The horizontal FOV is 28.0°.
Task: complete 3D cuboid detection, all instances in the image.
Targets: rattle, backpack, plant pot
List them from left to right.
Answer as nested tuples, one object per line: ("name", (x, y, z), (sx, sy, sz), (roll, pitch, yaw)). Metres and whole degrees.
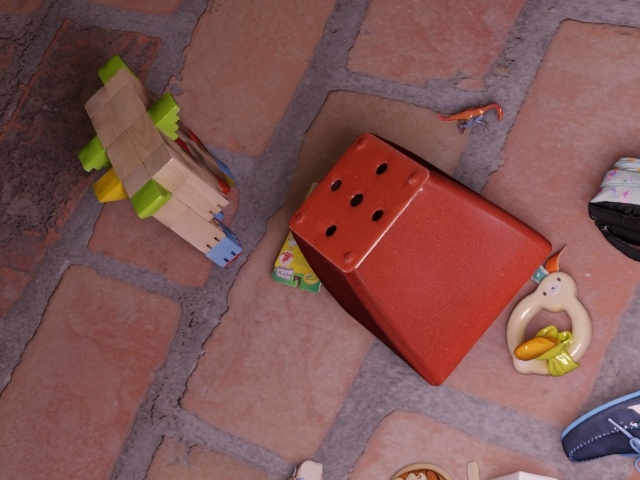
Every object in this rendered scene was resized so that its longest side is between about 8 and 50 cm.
("plant pot", (0.118, -0.001, 1.847), (0.267, 0.236, 0.267), (-50, 39, -1))
("rattle", (0.301, 0.082, 1.789), (0.130, 0.142, 0.200), (-10, 66, 49))
("backpack", (0.464, -0.041, 1.759), (0.182, 0.152, 0.115), (15, 58, 40))

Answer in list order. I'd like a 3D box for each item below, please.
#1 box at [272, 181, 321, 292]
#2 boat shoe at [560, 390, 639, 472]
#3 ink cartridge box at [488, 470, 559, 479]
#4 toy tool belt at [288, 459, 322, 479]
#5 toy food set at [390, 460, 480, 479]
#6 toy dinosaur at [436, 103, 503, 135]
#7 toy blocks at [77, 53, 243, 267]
("box", (0.000, 0.000, 2.076), (0.105, 0.043, 0.179), (15, 72, 36))
("boat shoe", (0.434, 0.239, 1.640), (0.258, 0.109, 0.089), (-26, 58, 20))
("ink cartridge box", (0.253, 0.383, 1.668), (0.109, 0.063, 0.150), (136, 149, -65))
("toy tool belt", (-0.027, 0.368, 1.899), (0.051, 0.052, 0.083), (-27, 43, 57))
("toy food set", (0.135, 0.374, 1.794), (0.192, 0.038, 0.132), (-18, 57, 23))
("toy dinosaur", (0.245, -0.194, 2.014), (0.082, 0.090, 0.047), (-32, 63, 54))
("toy blocks", (-0.244, -0.119, 2.167), (0.191, 0.261, 0.381), (-42, 44, 9))
